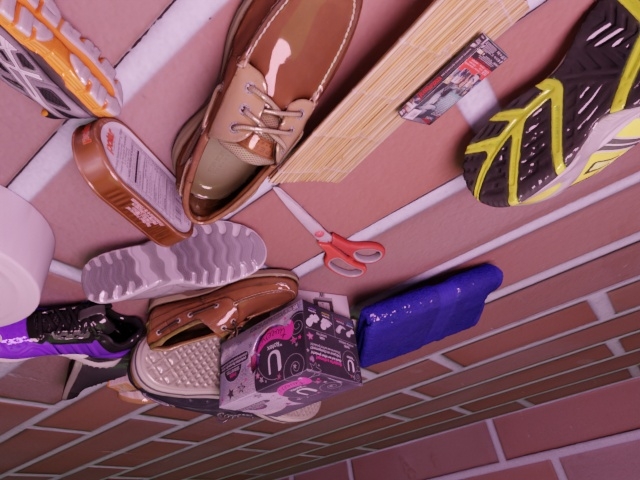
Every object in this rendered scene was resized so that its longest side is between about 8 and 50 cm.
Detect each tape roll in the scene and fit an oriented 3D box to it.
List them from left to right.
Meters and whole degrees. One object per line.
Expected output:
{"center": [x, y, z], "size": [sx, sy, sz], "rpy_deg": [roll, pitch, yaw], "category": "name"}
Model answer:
{"center": [-0.533, 0.019, 0.577], "size": [0.285, 0.100, 0.286], "rpy_deg": [-5, 143, -4], "category": "tape roll"}

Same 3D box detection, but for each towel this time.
{"center": [0.216, 0.155, 0.903], "size": [0.307, 0.076, 0.228], "rpy_deg": [-17, 142, -14], "category": "towel"}

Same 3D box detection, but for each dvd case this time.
{"center": [0.155, -0.183, 0.497], "size": [0.119, 0.013, 0.087], "rpy_deg": [-41, 163, 34], "category": "dvd case"}

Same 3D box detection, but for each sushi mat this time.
{"center": [0.080, -0.164, 0.486], "size": [0.316, 0.019, 0.151], "rpy_deg": [-40, 161, 34], "category": "sushi mat"}

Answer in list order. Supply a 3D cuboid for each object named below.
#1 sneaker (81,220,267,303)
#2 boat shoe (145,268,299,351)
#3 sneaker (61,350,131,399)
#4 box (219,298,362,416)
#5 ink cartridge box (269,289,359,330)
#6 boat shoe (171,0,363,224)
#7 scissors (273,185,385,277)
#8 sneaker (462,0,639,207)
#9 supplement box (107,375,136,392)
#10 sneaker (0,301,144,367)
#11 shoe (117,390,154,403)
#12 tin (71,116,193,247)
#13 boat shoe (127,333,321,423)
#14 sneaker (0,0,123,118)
{"center": [-0.227, 0.034, 0.693], "size": [0.281, 0.105, 0.115], "rpy_deg": [-9, 173, -3], "category": "sneaker"}
{"center": [-0.183, 0.142, 0.812], "size": [0.307, 0.105, 0.111], "rpy_deg": [-16, 143, 8], "category": "boat shoe"}
{"center": [-0.524, 0.316, 0.988], "size": [0.118, 0.083, 0.222], "rpy_deg": [15, 136, -30], "category": "sneaker"}
{"center": [-0.066, 0.245, 0.841], "size": [0.247, 0.142, 0.163], "rpy_deg": [-33, 137, 29], "category": "box"}
{"center": [-0.008, 0.164, 0.916], "size": [0.180, 0.060, 0.104], "rpy_deg": [11, 139, -24], "category": "ink cartridge box"}
{"center": [-0.066, -0.131, 0.461], "size": [0.122, 0.120, 0.324], "rpy_deg": [16, 137, -31], "category": "boat shoe"}
{"center": [0.000, 0.000, 0.733], "size": [0.109, 0.021, 0.297], "rpy_deg": [-33, 139, 31], "category": "scissors"}
{"center": [0.351, -0.181, 0.503], "size": [0.147, 0.145, 0.384], "rpy_deg": [-1, 151, -46], "category": "sneaker"}
{"center": [-0.485, 0.359, 1.092], "size": [0.098, 0.036, 0.062], "rpy_deg": [-13, 144, 4], "category": "supplement box"}
{"center": [-0.460, 0.154, 0.776], "size": [0.146, 0.102, 0.293], "rpy_deg": [-33, 148, 22], "category": "sneaker"}
{"center": [-0.440, 0.415, 1.170], "size": [0.218, 0.059, 0.076], "rpy_deg": [9, 171, -17], "category": "shoe"}
{"center": [-0.221, -0.069, 0.526], "size": [0.040, 0.106, 0.190], "rpy_deg": [-24, 142, 7], "category": "tin"}
{"center": [-0.205, 0.323, 0.995], "size": [0.499, 0.187, 0.156], "rpy_deg": [24, 141, -34], "category": "boat shoe"}
{"center": [-0.275, -0.186, 0.377], "size": [0.083, 0.084, 0.215], "rpy_deg": [-11, 145, 10], "category": "sneaker"}
